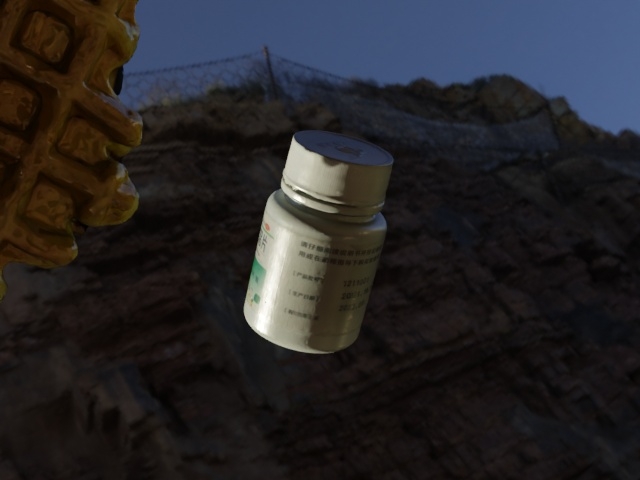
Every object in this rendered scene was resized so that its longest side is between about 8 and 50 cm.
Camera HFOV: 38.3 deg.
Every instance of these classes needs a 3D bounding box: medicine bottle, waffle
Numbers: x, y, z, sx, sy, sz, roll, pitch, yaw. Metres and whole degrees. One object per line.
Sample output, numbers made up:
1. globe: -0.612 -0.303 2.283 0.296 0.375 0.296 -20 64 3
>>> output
1. medicine bottle: 0.000 0.000 0.598 0.080 0.080 0.130 -6 -63 -41
2. waffle: -0.249 -0.088 0.492 0.329 0.062 0.329 -3 -81 -19
